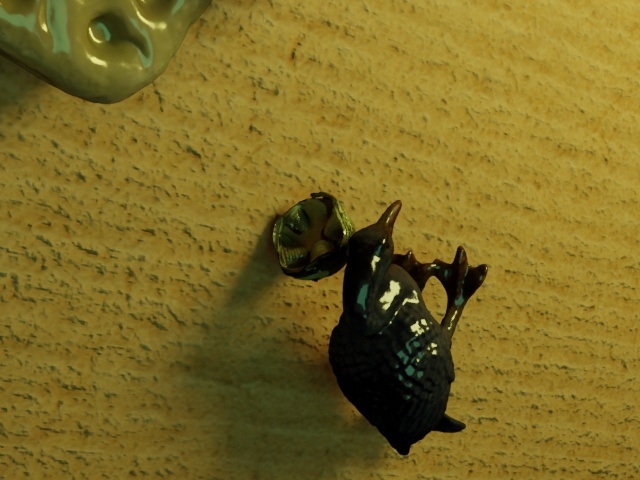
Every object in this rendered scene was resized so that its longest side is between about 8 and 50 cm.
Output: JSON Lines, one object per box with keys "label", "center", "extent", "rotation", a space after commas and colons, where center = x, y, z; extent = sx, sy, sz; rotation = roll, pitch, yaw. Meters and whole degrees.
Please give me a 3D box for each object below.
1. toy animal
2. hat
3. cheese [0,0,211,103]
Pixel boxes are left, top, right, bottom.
{"label": "toy animal", "center": [0.081, 0.098, 1.050], "extent": [0.185, 0.122, 0.298], "rotation": [-54, 148, -49]}
{"label": "hat", "center": [0.000, 0.001, 1.017], "extent": [0.077, 0.076, 0.059], "rotation": [-30, 152, 18]}
{"label": "cheese", "center": [-0.181, -0.215, 0.803], "extent": [0.235, 0.117, 0.218], "rotation": [-5, 110, -32]}
